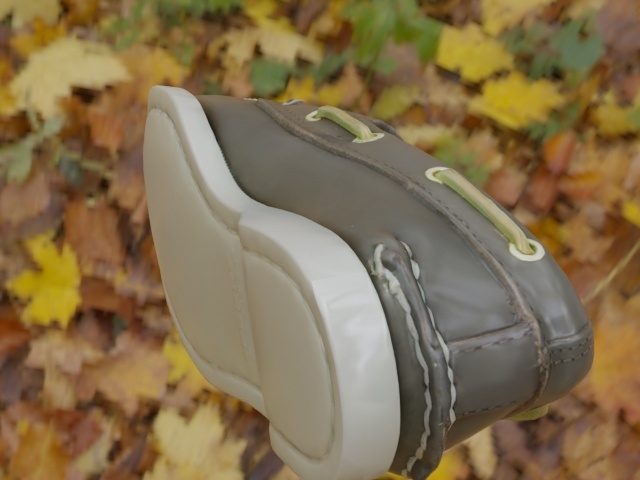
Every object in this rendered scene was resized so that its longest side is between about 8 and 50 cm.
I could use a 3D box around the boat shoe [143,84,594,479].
[{"bbox_3d":[0.000,0.004,0.729,0.091,0.305,0.109,-11,108,-14],"label":"boat shoe"}]
